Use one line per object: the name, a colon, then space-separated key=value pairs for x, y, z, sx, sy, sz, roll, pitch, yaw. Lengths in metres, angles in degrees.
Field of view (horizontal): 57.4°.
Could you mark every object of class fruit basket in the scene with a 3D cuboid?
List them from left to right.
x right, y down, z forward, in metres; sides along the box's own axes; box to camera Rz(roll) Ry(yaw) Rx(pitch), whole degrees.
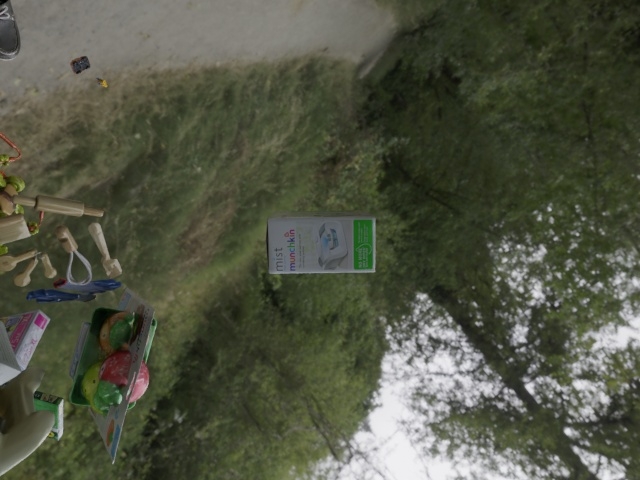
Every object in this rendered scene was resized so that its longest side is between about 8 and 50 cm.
fruit basket: x=-0.471 y=0.283 z=1.335 sx=0.353 sy=0.165 sz=0.327 roll=8 pitch=-98 yaw=67

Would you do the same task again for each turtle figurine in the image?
turtle figurine: x=-0.694 y=-0.087 z=1.260 sx=0.087 sy=0.270 sz=0.217 roll=0 pitch=-137 yaw=0

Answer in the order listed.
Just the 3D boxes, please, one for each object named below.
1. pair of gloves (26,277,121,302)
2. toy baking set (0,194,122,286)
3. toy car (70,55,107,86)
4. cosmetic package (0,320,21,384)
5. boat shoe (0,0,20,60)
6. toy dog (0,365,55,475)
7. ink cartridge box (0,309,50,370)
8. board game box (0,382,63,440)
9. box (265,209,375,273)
pair of gloves: x=-0.566 y=0.114 z=1.339 sx=0.198 sy=0.023 sz=0.159 roll=-18 pitch=162 yaw=31
toy baking set: x=-0.511 y=0.004 z=1.148 sx=0.030 sy=0.256 sz=0.197 roll=48 pitch=-55 yaw=46
toy car: x=-0.659 y=-0.465 z=1.643 sx=0.060 sy=0.040 sz=0.122 roll=-59 pitch=151 yaw=-22
cosmetic package: x=-0.803 y=0.253 z=1.304 sx=0.151 sy=0.151 sz=0.184 roll=-30 pitch=157 yaw=-11
boat shoe: x=-0.790 y=-0.588 z=1.348 sx=0.095 sy=0.335 sz=0.112 roll=5 pitch=-151 yaw=47
toy dog: x=-0.769 y=0.267 z=1.075 sx=0.395 sy=0.408 sz=0.284 roll=-38 pitch=-151 yaw=-6
ink cartridge box: x=-0.979 y=0.318 z=1.741 sx=0.311 sy=0.065 sz=0.186 roll=-14 pitch=-139 yaw=17
board game box: x=-0.762 y=0.406 z=1.438 sx=0.030 sy=0.259 sz=0.136 roll=-75 pitch=-179 yaw=-61
box: x=0.000 y=0.000 z=1.343 sx=0.231 sy=0.127 sz=0.262 roll=0 pitch=-174 yaw=0
